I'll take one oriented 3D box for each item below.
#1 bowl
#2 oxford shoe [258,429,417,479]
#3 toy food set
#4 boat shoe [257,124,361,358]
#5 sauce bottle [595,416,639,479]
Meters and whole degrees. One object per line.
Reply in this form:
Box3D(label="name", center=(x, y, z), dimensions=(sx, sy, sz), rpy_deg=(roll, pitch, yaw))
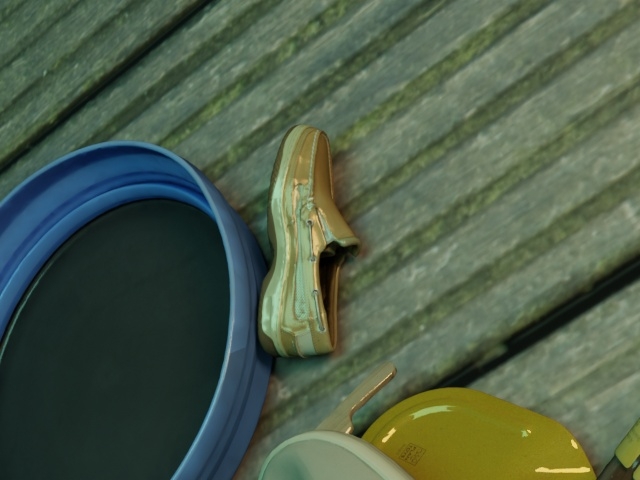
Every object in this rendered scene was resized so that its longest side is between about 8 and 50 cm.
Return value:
Box3D(label="bowl", center=(-0.200, 0.107, 1.271), dimensions=(0.391, 0.077, 0.391), rpy_deg=(-17, 61, 33))
Box3D(label="oxford shoe", center=(0.041, 0.298, 0.855), dimensions=(0.169, 0.130, 0.449), rpy_deg=(-55, 43, 37))
Box3D(label="toy food set", center=(0.093, 0.172, 1.012), dimensions=(0.218, 0.071, 0.128), rpy_deg=(20, 60, 41))
Box3D(label="boat shoe", center=(0.000, 0.000, 1.171), dimensions=(0.072, 0.068, 0.190), rpy_deg=(-1, 79, 26))
Box3D(label="sauce bottle", center=(0.225, 0.147, 0.876), dimensions=(0.344, 0.111, 0.111), rpy_deg=(-54, 47, 9))
